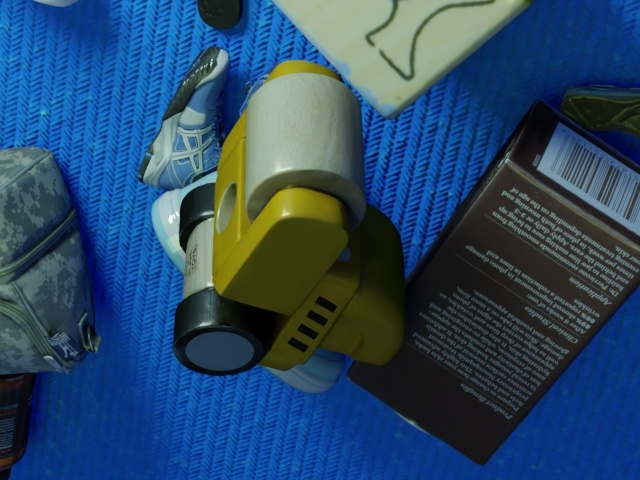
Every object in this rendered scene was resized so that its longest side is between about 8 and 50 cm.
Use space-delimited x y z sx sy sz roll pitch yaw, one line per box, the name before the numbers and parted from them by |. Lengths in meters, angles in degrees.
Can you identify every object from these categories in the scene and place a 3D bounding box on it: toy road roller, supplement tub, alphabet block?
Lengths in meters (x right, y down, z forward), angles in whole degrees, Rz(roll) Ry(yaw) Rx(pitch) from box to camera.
toy road roller | 0.000 0.000 1.761 0.240 0.203 0.329 15 138 -19
supplement tub | -0.427 0.226 2.236 0.106 0.106 0.198 19 122 10
alphabet block | 0.096 -0.272 1.719 0.192 0.193 0.197 46 123 -10

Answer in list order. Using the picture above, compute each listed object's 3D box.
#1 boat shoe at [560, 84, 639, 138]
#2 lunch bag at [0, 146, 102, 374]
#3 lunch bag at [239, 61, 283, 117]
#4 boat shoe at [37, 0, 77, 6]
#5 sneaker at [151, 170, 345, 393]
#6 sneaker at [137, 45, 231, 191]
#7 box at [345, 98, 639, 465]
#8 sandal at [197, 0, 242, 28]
boat shoe | 0.328 -0.136 1.802 0.153 0.048 0.056 5 121 11
lunch bag | -0.430 0.045 2.074 0.305 0.212 0.256 -7 115 22
lunch bag | -0.040 -0.147 1.913 0.098 0.065 0.067 33 123 0
boat shoe | -0.364 -0.384 1.884 0.301 0.108 0.102 44 125 1
sneaker | -0.021 0.027 1.972 0.208 0.127 0.319 -33 119 15
sneaker | -0.137 -0.134 1.956 0.081 0.080 0.211 27 133 -3
box | 0.204 0.054 1.865 0.191 0.143 0.381 34 129 -1
sandal | -0.114 -0.309 1.865 0.067 0.040 0.179 6 119 17
